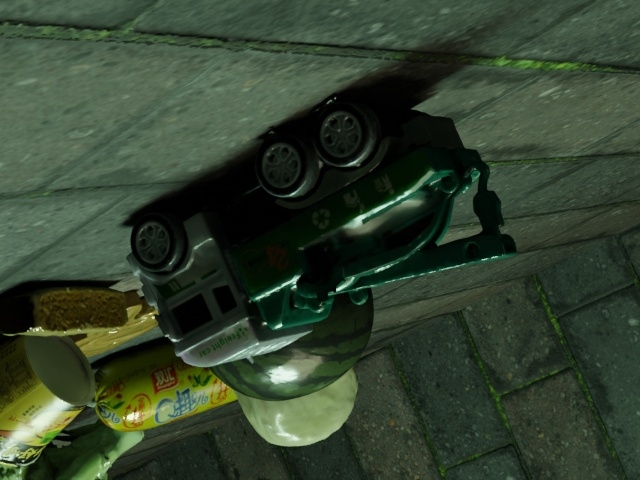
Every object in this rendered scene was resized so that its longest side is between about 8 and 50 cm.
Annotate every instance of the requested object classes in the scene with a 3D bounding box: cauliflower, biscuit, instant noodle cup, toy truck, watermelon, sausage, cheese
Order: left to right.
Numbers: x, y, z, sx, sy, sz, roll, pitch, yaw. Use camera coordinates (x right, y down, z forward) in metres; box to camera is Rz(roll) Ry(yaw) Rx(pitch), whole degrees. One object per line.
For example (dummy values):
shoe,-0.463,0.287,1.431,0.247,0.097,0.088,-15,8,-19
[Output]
instant noodle cup,-0.350,0.176,1.512,0.122,0.151,0.151,-38,165,17
biscuit,-0.279,0.079,1.381,0.056,0.052,0.188,-13,173,22
cauliflower,-0.433,0.433,2.278,0.281,0.260,0.327,-18,-169,2
biscuit,-0.258,0.109,1.635,0.144,0.040,0.236,-9,161,-34
sausage,-0.207,0.211,1.987,0.347,0.123,0.123,-15,168,-29
watermelon,-0.046,0.080,1.436,0.212,0.212,0.212,-21,170,-4
cheese,-0.053,0.165,1.790,0.173,0.248,0.251,-16,174,-26
toy truck,-0.004,-0.006,1.191,0.363,0.178,0.176,-25,170,27
